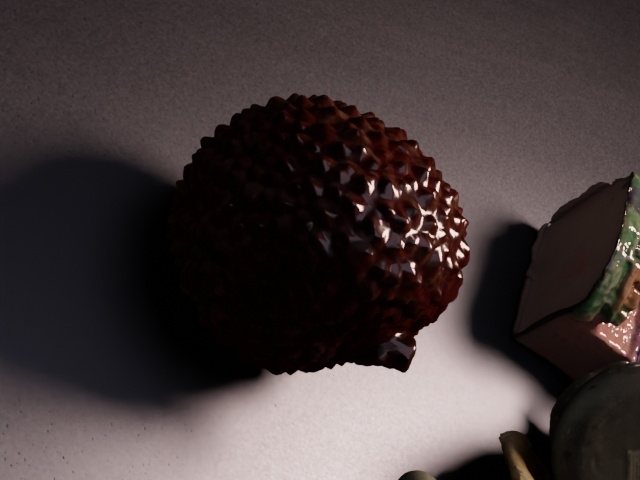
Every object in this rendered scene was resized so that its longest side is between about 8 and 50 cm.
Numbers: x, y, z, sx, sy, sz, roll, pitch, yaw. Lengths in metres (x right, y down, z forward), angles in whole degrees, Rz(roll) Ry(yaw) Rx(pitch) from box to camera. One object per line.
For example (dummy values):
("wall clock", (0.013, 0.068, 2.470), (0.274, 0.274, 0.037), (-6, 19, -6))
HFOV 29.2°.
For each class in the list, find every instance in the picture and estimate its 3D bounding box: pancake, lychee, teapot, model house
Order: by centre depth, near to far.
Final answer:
("lychee", (0.000, 0.000, 1.298), (0.306, 0.306, 0.330), (-12, 67, -43))
("pancake", (0.267, 0.351, 1.405), (0.282, 0.049, 0.282), (59, 17, -31))
("teapot", (0.397, 0.282, 1.484), (0.305, 0.223, 0.285), (60, 3, 1))
("model house", (0.421, 0.080, 1.657), (0.237, 0.202, 0.237), (37, 47, -15))

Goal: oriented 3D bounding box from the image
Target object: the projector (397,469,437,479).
("projector", (0.124, 0.364, 1.216), (0.177, 0.163, 0.242), (41, 8, -12))
